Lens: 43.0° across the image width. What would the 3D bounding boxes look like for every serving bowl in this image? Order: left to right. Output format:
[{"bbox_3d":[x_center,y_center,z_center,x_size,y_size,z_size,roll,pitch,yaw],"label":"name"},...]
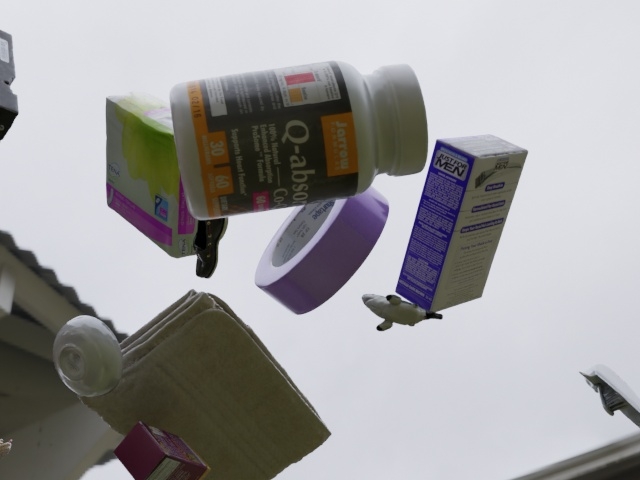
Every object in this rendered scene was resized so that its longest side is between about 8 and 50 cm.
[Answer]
[{"bbox_3d":[-0.236,0.118,0.805,0.083,0.083,0.027,-43,-11,28],"label":"serving bowl"}]

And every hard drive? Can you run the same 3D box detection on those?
[{"bbox_3d":[-0.646,-0.190,1.446,0.064,0.236,0.339,19,-53,-39],"label":"hard drive"}]

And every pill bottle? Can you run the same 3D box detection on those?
[{"bbox_3d":[-0.026,-0.122,0.946,0.279,0.162,0.162,-10,-45,-6],"label":"pill bottle"}]

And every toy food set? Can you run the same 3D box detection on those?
[{"bbox_3d":[-0.517,0.334,1.258,0.083,0.020,0.083,-32,-12,-16],"label":"toy food set"}]

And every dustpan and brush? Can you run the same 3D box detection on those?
[{"bbox_3d":[0.477,0.250,1.356,0.147,0.211,0.060,43,-73,-2],"label":"dustpan and brush"}]

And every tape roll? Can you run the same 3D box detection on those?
[{"bbox_3d":[0.000,0.000,1.483,0.090,0.274,0.275,40,-62,-17],"label":"tape roll"}]

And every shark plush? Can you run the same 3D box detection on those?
[{"bbox_3d":[0.161,0.124,1.541,0.161,0.067,0.073,-1,-73,-18],"label":"shark plush"}]

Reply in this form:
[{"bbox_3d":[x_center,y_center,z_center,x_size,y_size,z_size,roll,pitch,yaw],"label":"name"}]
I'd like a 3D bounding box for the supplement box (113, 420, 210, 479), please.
[{"bbox_3d":[-0.161,0.226,0.833,0.043,0.055,0.083,-50,-37,-4],"label":"supplement box"}]

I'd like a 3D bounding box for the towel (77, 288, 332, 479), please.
[{"bbox_3d":[-0.127,0.194,0.938,0.187,0.049,0.282,-36,-58,-3],"label":"towel"}]

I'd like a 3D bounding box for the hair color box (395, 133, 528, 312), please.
[{"bbox_3d":[0.281,-0.036,1.633,0.185,0.110,0.338,-11,-56,-44],"label":"hair color box"}]

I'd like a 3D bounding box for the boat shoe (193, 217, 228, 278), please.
[{"bbox_3d":[-0.174,0.005,1.225,0.042,0.049,0.133,-7,-45,-30],"label":"boat shoe"}]

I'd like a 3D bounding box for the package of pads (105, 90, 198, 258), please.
[{"bbox_3d":[-0.287,-0.128,1.442,0.101,0.297,0.229,-11,-63,-36],"label":"package of pads"}]
